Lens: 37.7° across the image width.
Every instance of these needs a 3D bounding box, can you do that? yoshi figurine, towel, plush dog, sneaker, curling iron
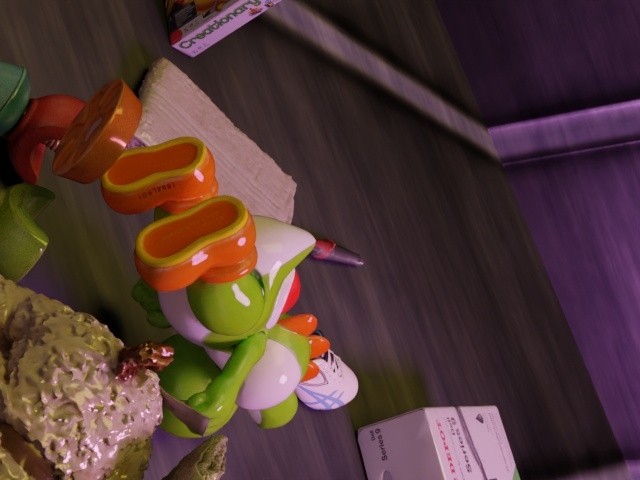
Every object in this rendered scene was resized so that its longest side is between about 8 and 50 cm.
[{"bbox_3d":[-0.123,0.088,0.906,0.362,0.203,0.203,74,35,-48],"label":"yoshi figurine"},{"bbox_3d":[-0.125,0.213,0.788,0.027,0.110,0.148,48,-1,-2],"label":"towel"},{"bbox_3d":[-0.234,0.168,0.727,0.262,0.210,0.225,55,51,-23],"label":"plush dog"},{"bbox_3d":[-0.141,-0.097,1.235,0.282,0.049,0.187,45,32,-26],"label":"towel"},{"bbox_3d":[-0.010,0.163,1.241,0.237,0.086,0.085,37,37,-48],"label":"sneaker"},{"bbox_3d":[0.000,0.000,1.451,0.274,0.035,0.068,25,47,-53],"label":"curling iron"}]

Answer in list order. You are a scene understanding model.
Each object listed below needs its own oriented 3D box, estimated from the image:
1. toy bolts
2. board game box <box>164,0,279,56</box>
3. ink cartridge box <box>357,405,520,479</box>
[{"bbox_3d":[-0.288,-0.113,0.842,0.158,0.218,0.228,36,19,-30],"label":"toy bolts"},{"bbox_3d":[-0.096,-0.412,1.305,0.053,0.305,0.193,21,50,-52],"label":"board game box"},{"bbox_3d":[0.195,0.366,1.415,0.289,0.121,0.211,15,55,-58],"label":"ink cartridge box"}]
